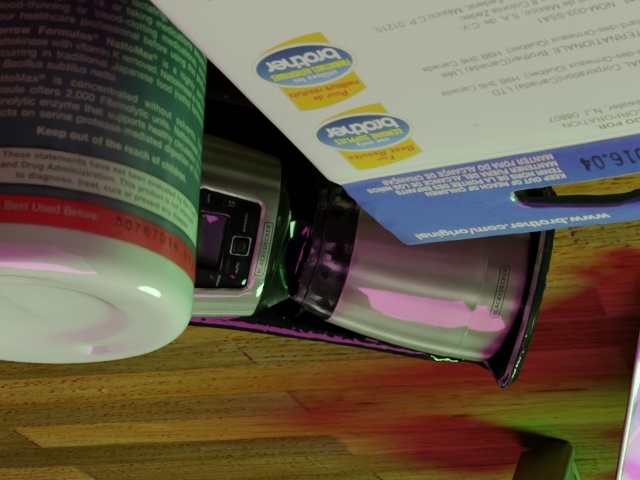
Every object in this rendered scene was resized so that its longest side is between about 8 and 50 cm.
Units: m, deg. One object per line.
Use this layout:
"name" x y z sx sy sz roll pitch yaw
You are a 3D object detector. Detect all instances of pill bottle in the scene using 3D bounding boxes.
"pill bottle" -0.092 -0.057 0.608 0.108 0.180 0.108 2 159 1

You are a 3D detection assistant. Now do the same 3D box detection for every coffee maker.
"coffee maker" 0.000 0.000 0.821 0.178 0.120 0.171 11 168 -9

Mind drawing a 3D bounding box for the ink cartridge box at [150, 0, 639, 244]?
"ink cartridge box" 0.031 -0.104 0.501 0.186 0.065 0.311 -9 143 31

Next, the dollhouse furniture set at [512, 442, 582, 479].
"dollhouse furniture set" 0.325 0.232 1.304 0.356 0.303 0.173 -15 110 23

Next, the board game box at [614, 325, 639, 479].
"board game box" 0.369 0.219 1.077 0.390 0.050 0.390 8 122 9
